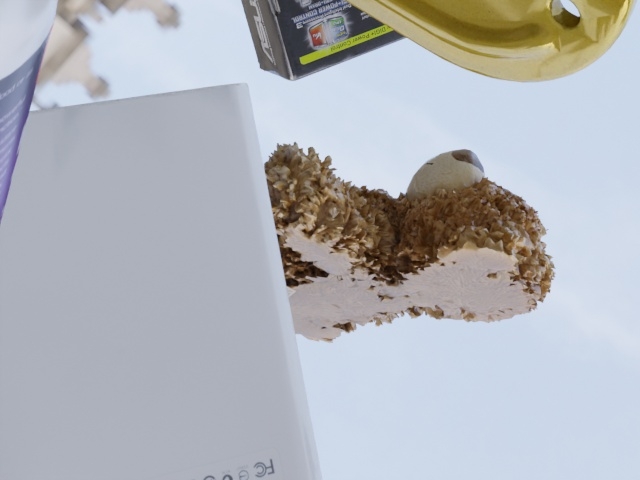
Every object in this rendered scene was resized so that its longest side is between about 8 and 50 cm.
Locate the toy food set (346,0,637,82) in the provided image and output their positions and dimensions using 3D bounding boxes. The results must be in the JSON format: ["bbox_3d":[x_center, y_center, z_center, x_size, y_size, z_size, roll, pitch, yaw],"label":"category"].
[{"bbox_3d":[0.025,-0.146,0.576,0.218,0.128,0.071,34,-123,15],"label":"toy food set"}]

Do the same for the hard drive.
[{"bbox_3d":[-0.109,0.082,0.982,0.040,0.210,0.319,-11,-90,61],"label":"hard drive"}]

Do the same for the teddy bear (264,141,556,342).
[{"bbox_3d":[0.000,0.000,1.270,0.338,0.245,0.113,-16,-126,35],"label":"teddy bear"}]

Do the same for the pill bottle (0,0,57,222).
[{"bbox_3d":[-0.134,-0.055,0.495,0.193,0.108,0.108,116,-34,-46],"label":"pill bottle"}]

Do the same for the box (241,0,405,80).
[{"bbox_3d":[0.060,-0.254,1.167,0.270,0.216,0.060,-23,-157,-17],"label":"box"}]
